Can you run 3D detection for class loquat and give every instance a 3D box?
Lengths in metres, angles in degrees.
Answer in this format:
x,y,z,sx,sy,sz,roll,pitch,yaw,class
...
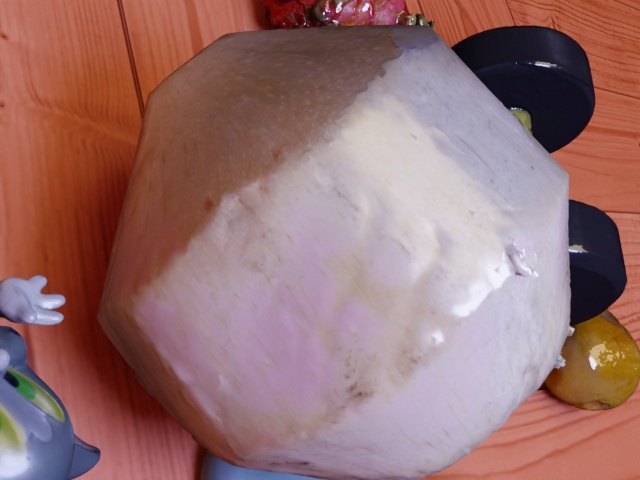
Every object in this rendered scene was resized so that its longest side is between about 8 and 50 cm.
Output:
x,y,z,sx,sy,sz,roll,pitch,yaw,class
0.328,0.142,0.977,0.137,0.113,0.137,9,50,-11,loquat

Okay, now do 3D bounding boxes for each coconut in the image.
x,y,z,sx,sy,sz,roll,pitch,yaw,class
0.000,0.000,0.598,0.352,0.352,0.353,21,55,-33,coconut

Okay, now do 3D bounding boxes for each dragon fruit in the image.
x,y,z,sx,sy,sz,roll,pitch,yaw,class
0.036,-0.269,0.895,0.172,0.166,0.160,13,63,-39,dragon fruit

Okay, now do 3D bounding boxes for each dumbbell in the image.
x,y,z,sx,sy,sz,roll,pitch,yaw,class
0.234,-0.073,0.936,0.203,0.203,0.322,22,55,-32,dumbbell

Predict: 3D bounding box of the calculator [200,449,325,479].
x,y,z,sx,sy,sz,roll,pitch,yaw,class
-0.008,0.238,0.663,0.185,0.041,0.299,-1,68,-42,calculator

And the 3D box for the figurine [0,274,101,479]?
x,y,z,sx,sy,sz,roll,pitch,yaw,class
-0.256,0.093,0.459,0.265,0.140,0.193,32,25,-9,figurine
